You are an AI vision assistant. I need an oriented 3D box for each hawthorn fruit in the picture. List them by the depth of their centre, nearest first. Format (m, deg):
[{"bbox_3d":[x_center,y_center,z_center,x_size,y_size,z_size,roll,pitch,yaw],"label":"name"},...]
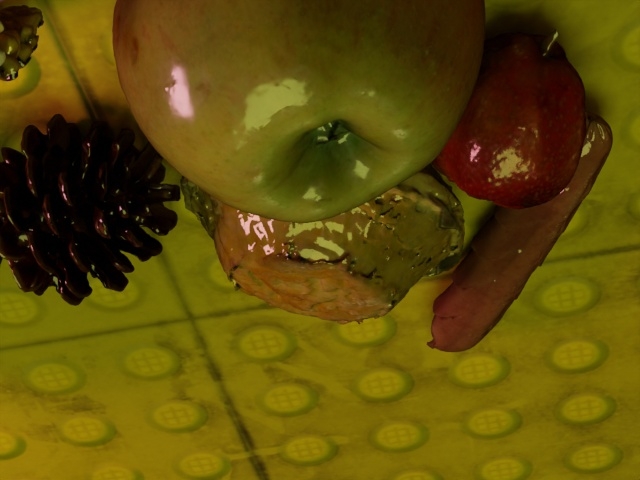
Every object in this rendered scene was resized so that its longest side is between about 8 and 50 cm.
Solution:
[{"bbox_3d":[0.197,-0.122,1.688,0.173,0.179,0.173,17,177,1],"label":"hawthorn fruit"}]

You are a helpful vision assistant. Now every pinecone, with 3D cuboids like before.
[{"bbox_3d":[-0.245,-0.038,1.727,0.208,0.207,0.207,-2,140,-1],"label":"pinecone"}]

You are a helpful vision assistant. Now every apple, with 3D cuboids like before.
[{"bbox_3d":[-0.013,-0.182,1.484,0.338,0.305,0.338,-2,139,-2],"label":"apple"}]

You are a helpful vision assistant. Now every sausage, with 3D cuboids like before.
[{"bbox_3d":[0.224,0.000,1.889,0.088,0.088,0.433,12,138,-17],"label":"sausage"}]

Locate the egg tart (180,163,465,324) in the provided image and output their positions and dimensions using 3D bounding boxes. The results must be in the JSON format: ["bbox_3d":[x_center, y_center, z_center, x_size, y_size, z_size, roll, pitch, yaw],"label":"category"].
[{"bbox_3d":[0.000,0.000,1.781,0.341,0.132,0.341,8,158,3],"label":"egg tart"}]

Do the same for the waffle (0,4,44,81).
[{"bbox_3d":[-0.370,-0.171,1.550,0.229,0.231,0.051,-12,110,10],"label":"waffle"}]

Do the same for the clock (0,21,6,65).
[{"bbox_3d":[-0.375,-0.252,1.353,0.120,0.379,0.276,-33,135,-16],"label":"clock"}]

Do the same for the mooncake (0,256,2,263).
[{"bbox_3d":[-0.534,0.067,1.818,0.246,0.393,0.394,25,173,-29],"label":"mooncake"}]
